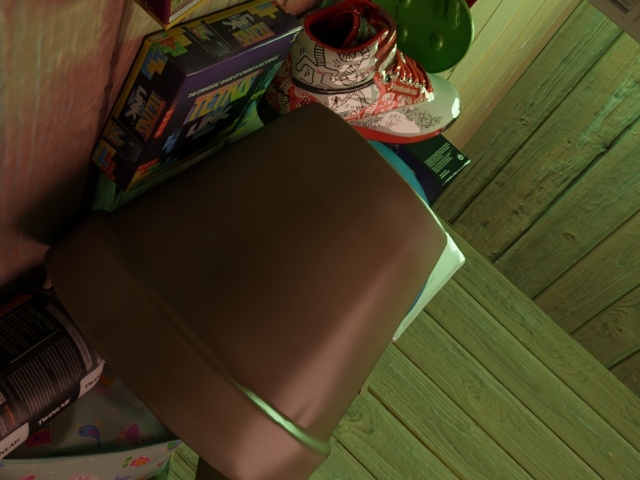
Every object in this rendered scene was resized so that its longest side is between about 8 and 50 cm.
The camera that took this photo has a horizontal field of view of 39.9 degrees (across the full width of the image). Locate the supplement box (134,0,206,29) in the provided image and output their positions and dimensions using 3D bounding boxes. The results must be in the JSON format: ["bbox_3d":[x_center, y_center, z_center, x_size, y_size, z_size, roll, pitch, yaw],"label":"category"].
[{"bbox_3d":[-0.091,-0.183,0.556,0.055,0.043,0.083,-43,173,-25],"label":"supplement box"}]

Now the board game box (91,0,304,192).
[{"bbox_3d":[-0.104,-0.129,0.764,0.170,0.048,0.141,-38,171,-49],"label":"board game box"}]

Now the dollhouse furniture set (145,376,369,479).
[{"bbox_3d":[-0.100,0.325,1.233,0.256,0.362,0.394,8,92,-51],"label":"dollhouse furniture set"}]

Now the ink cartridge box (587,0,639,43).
[{"bbox_3d":[0.391,-0.405,1.063,0.129,0.307,0.223,-43,172,-43],"label":"ink cartridge box"}]

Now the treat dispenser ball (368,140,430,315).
[{"bbox_3d":[0.000,0.000,1.105,0.288,0.288,0.288,-45,173,-7],"label":"treat dispenser ball"}]

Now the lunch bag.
[{"bbox_3d":[-0.311,0.222,1.039,0.262,0.160,0.223,-9,157,-21],"label":"lunch bag"}]

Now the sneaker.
[{"bbox_3d":[0.072,-0.185,0.968,0.270,0.090,0.145,-6,146,-29],"label":"sneaker"}]

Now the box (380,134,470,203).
[{"bbox_3d":[0.124,-0.113,1.626,0.103,0.184,0.261,-38,169,-38],"label":"box"}]

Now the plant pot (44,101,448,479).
[{"bbox_3d":[-0.045,0.029,0.837,0.280,0.323,0.323,-45,173,-1],"label":"plant pot"}]

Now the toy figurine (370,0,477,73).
[{"bbox_3d":[0.147,-0.316,1.068,0.173,0.130,0.159,90,23,-44],"label":"toy figurine"}]

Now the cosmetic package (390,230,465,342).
[{"bbox_3d":[0.020,0.083,1.614,0.230,0.161,0.453,-43,-167,-32],"label":"cosmetic package"}]

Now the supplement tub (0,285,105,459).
[{"bbox_3d":[-0.285,0.122,0.816,0.190,0.117,0.117,-39,170,-43],"label":"supplement tub"}]
